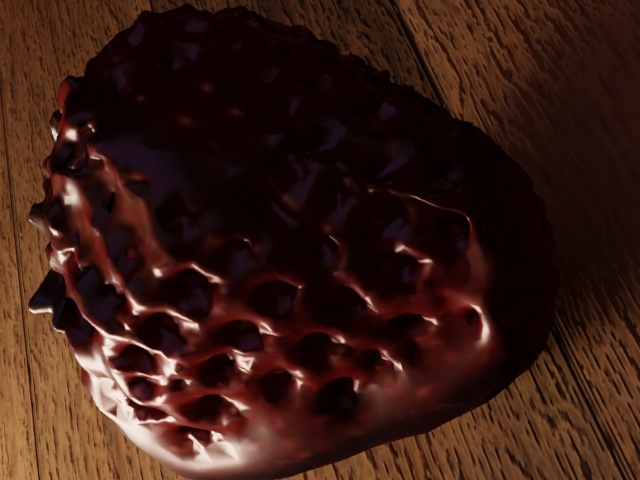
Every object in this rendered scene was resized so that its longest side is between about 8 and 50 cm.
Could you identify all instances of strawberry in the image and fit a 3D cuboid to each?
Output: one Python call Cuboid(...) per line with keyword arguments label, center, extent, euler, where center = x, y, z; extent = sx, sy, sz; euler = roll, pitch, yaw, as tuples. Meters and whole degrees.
Cuboid(label="strawberry", center=(0.000, 0.000, 1.262), extent=(0.345, 0.295, 0.317), euler=(0, 97, 30))
